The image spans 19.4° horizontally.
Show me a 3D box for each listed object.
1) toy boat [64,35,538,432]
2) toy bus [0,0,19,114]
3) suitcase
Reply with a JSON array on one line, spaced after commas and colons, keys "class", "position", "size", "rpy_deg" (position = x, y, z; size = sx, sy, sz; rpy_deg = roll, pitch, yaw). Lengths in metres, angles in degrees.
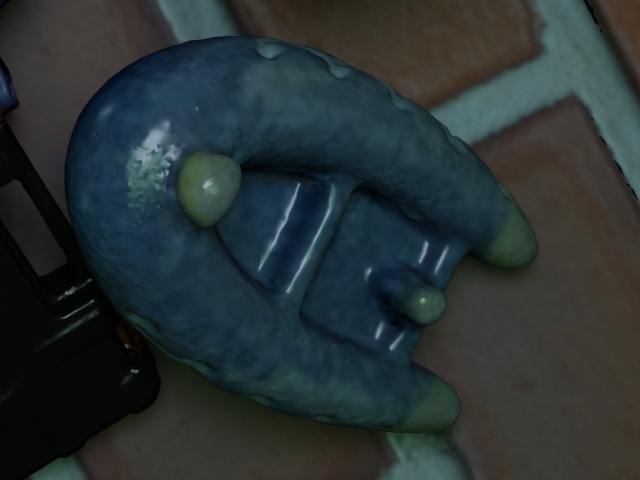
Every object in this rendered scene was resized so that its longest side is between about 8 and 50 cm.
[{"class": "toy boat", "position": [0.000, 0.000, 1.127], "size": [0.330, 0.123, 0.215], "rpy_deg": [32, 85, -31]}, {"class": "toy bus", "position": [-0.286, -0.094, 1.153], "size": [0.292, 0.125, 0.133], "rpy_deg": [-36, 102, -4]}, {"class": "suitcase", "position": [-0.241, 0.033, 1.119], "size": [0.206, 0.066, 0.285], "rpy_deg": [-32, 123, -5]}]
